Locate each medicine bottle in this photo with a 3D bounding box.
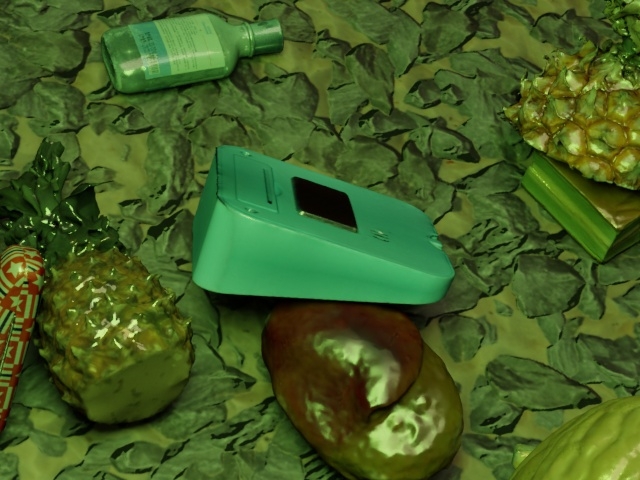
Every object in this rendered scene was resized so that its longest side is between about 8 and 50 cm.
[{"bbox_3d":[-0.147,-0.223,1.682,0.209,0.053,0.090,-12,55,-19],"label":"medicine bottle"}]

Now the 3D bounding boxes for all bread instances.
[{"bbox_3d":[0.304,-0.054,1.615,0.084,0.074,0.139,-29,61,-26],"label":"bread"}]

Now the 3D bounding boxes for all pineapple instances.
[{"bbox_3d":[-0.233,0.027,1.424,0.141,0.170,0.310,3,43,-43],"label":"pineapple"},{"bbox_3d":[0.356,-0.219,1.577,0.263,0.271,0.262,13,28,-7],"label":"pineapple"}]

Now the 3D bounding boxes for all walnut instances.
[{"bbox_3d":[0.273,0.253,1.282,0.225,0.225,0.261,40,80,20],"label":"walnut"}]

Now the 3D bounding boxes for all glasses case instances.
[{"bbox_3d":[-0.302,0.093,1.343,0.049,0.194,0.073,10,21,-24],"label":"glasses case"}]

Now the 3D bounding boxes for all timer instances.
[{"bbox_3d":[0.000,0.000,1.473,0.250,0.091,0.232,15,17,-9],"label":"timer"}]

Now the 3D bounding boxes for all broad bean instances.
[{"bbox_3d":[0.039,0.138,1.400,0.156,0.122,0.228,-28,59,-26],"label":"broad bean"}]

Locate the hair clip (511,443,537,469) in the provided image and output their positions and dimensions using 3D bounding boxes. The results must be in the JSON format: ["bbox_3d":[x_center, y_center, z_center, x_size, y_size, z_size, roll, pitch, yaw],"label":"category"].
[{"bbox_3d":[0.292,0.228,1.412,0.214,0.062,0.056,10,11,0],"label":"hair clip"}]
